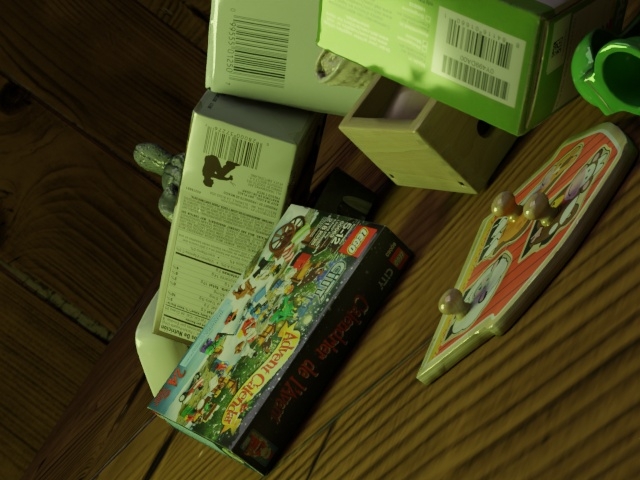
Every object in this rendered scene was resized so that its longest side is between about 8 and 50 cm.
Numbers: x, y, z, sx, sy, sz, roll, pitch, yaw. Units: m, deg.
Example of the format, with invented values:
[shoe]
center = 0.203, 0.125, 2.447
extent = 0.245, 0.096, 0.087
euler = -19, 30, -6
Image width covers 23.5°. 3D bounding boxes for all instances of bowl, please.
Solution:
[bowl]
center = -0.153, 0.127, 1.783
extent = 0.053, 0.142, 0.142
euler = -6, 29, 20

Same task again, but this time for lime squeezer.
[lime squeezer]
center = 0.216, -0.116, 0.971
extent = 0.110, 0.059, 0.310
euler = -22, 11, 6

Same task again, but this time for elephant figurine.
[elephant figurine]
center = -0.139, -0.052, 1.988
extent = 0.186, 0.239, 0.169
euler = -46, 11, 43

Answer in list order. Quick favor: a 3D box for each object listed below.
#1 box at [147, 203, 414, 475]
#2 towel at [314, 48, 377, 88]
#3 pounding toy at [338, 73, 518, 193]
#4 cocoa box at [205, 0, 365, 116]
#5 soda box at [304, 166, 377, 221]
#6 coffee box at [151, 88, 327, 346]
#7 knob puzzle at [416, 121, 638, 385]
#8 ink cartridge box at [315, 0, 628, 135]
[box]
center = -0.037, 0.080, 1.351
extent = 0.233, 0.044, 0.159
euler = -55, 30, -13
[towel]
center = 0.137, -0.214, 1.380
extent = 0.282, 0.187, 0.049
euler = -47, 46, 47
[pounding toy]
center = 0.145, -0.130, 1.269
extent = 0.181, 0.094, 0.206
euler = -54, 27, -14
[cocoa box]
center = 0.028, -0.329, 1.540
extent = 0.228, 0.231, 0.347
euler = -74, -7, -53
[soda box]
center = 0.000, 0.000, 1.620
extent = 0.053, 0.060, 0.169
euler = -47, 11, 45
[coffee box]
center = -0.084, -0.037, 1.674
extent = 0.168, 0.119, 0.297
euler = -65, -9, -54
[knob puzzle]
center = 0.135, -0.012, 1.010
extent = 0.213, 0.030, 0.213
euler = -52, 8, 10
[ink cartridge box]
center = 0.149, -0.197, 1.146
extent = 0.255, 0.189, 0.097
euler = -33, -40, -42
